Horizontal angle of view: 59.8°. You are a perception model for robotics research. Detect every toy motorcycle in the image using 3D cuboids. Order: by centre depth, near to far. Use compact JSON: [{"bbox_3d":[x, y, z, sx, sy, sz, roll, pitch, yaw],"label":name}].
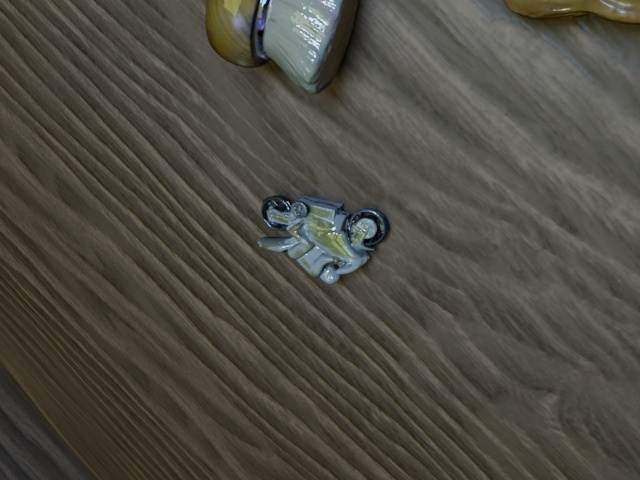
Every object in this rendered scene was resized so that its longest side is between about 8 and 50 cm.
[{"bbox_3d":[0.000,0.000,0.926,0.228,0.074,0.151,8,113,18],"label":"toy motorcycle"}]

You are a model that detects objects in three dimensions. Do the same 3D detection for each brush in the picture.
[{"bbox_3d":[-0.031,-0.342,0.721,0.166,0.174,0.267,20,108,7],"label":"brush"}]

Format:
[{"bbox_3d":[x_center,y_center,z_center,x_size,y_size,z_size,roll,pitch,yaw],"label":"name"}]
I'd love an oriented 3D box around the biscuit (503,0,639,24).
[{"bbox_3d":[0.309,-0.358,0.504,0.351,0.057,0.312,25,122,37],"label":"biscuit"}]
